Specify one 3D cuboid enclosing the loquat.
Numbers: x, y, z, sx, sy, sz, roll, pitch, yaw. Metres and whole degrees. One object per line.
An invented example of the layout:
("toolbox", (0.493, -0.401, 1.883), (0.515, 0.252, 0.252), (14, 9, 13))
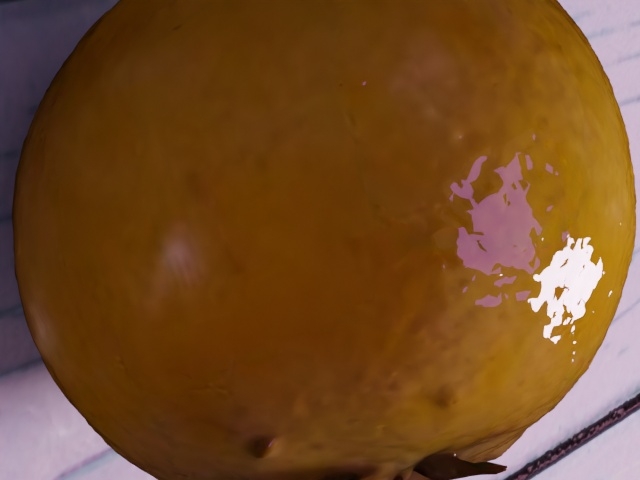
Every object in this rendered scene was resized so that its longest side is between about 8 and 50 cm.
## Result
("loquat", (0.000, 0.000, 0.833), (0.275, 0.274, 0.275), (-20, 115, -50))
